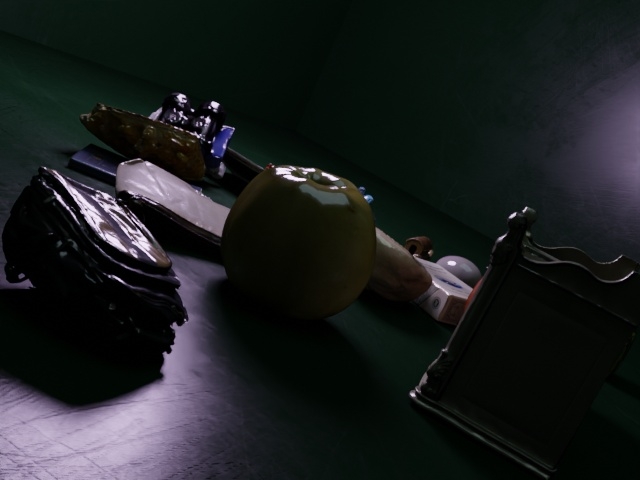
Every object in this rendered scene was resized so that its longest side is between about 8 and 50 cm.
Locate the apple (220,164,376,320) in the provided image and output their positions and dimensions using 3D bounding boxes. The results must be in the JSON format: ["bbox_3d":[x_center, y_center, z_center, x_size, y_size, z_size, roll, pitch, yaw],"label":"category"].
[{"bbox_3d":[-0.039,0.001,1.218,0.263,0.262,0.262,23,12,-5],"label":"apple"}]

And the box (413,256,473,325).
[{"bbox_3d":[0.274,0.117,1.711,0.164,0.069,0.256,17,13,-31],"label":"box"}]

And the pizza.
[{"bbox_3d":[-0.402,-0.214,1.712,0.258,0.087,0.268,19,-9,0],"label":"pizza"}]

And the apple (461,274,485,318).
[{"bbox_3d":[0.406,0.155,1.405,0.272,0.206,0.252,34,-4,-25],"label":"apple"}]

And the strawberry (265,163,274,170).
[{"bbox_3d":[-0.087,-0.141,2.081,0.188,0.082,0.121,28,-10,-25],"label":"strawberry"}]

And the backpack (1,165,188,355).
[{"bbox_3d":[-0.262,0.038,0.887,0.258,0.133,0.206,38,8,29],"label":"backpack"}]

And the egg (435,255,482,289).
[{"bbox_3d":[0.348,0.093,1.874,0.135,0.103,0.103,30,13,36],"label":"egg"}]

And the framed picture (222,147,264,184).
[{"bbox_3d":[-0.202,-0.188,2.020,0.293,0.018,0.231,33,-9,36],"label":"framed picture"}]

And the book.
[{"bbox_3d":[-0.392,-0.135,1.594,0.270,0.025,0.191,23,12,-10],"label":"book"}]

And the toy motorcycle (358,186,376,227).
[{"bbox_3d":[0.090,-0.053,1.907,0.182,0.124,0.272,63,2,-2],"label":"toy motorcycle"}]

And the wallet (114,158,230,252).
[{"bbox_3d":[-0.255,-0.051,1.393,0.335,0.068,0.274,26,17,-28],"label":"wallet"}]

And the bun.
[{"bbox_3d":[0.127,0.056,1.572,0.237,0.116,0.210,44,-7,-37],"label":"bun"}]

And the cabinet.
[{"bbox_3d":[0.327,0.135,1.135,0.228,0.317,0.290,28,13,16],"label":"cabinet"}]

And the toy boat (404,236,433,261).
[{"bbox_3d":[0.269,0.032,2.028,0.068,0.088,0.226,28,13,19],"label":"toy boat"}]

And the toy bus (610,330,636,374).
[{"bbox_3d":[0.628,0.222,1.817,0.262,0.128,0.150,28,13,21],"label":"toy bus"}]

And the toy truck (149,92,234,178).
[{"bbox_3d":[-0.335,-0.256,1.881,0.213,0.177,0.161,14,53,5],"label":"toy truck"}]
